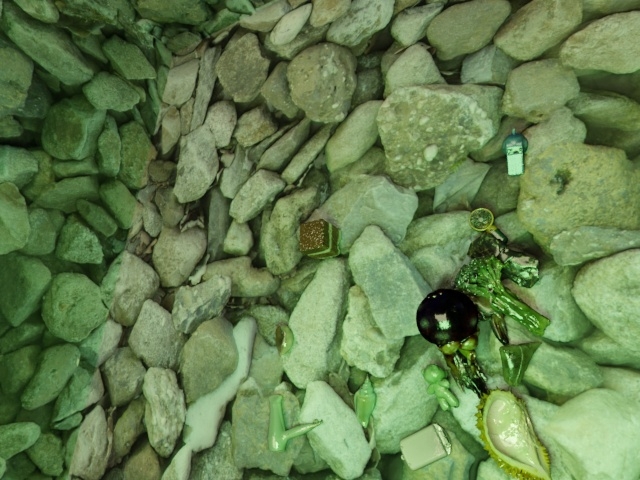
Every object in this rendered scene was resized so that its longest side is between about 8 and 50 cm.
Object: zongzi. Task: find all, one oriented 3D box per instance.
[{"bbox_3d":[0.611,0.385,1.222,0.130,0.062,0.154,-7,85,-5],"label":"zongzi"}]

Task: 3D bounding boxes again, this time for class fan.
[{"bbox_3d":[0.578,-0.042,1.405,0.082,0.039,0.155,-41,59,13],"label":"fan"}]

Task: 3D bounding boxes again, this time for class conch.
[{"bbox_3d":[0.150,0.562,1.443,0.088,0.065,0.180,5,84,34],"label":"conch"}]

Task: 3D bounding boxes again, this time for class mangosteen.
[{"bbox_3d":[0.400,0.261,1.252,0.194,0.194,0.230,-30,83,21],"label":"mangosteen"}]

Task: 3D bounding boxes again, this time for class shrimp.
[{"bbox_3d":[0.494,0.314,1.311,0.233,0.071,0.365,-27,54,17],"label":"shrimp"}]

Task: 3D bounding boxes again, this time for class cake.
[{"bbox_3d":[0.000,0.000,1.710,0.135,0.147,0.135,-10,66,29],"label":"cake"}]

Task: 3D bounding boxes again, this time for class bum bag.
[{"bbox_3d":[0.596,0.059,1.330,0.248,0.069,0.102,34,136,37],"label":"bum bag"}]

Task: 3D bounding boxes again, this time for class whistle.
[{"bbox_3d":[0.678,-0.312,1.425,0.090,0.090,0.158,0,112,34],"label":"whistle"}]

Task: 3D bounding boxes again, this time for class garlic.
[{"bbox_3d":[-0.147,0.418,1.708,0.084,0.066,0.152,-49,43,44],"label":"garlic"}]

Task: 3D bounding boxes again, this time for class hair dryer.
[{"bbox_3d":[-0.098,0.691,1.576,0.237,0.075,0.206,-17,57,20],"label":"hair dryer"}]

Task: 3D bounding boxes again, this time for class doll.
[{"bbox_3d":[0.390,0.471,1.324,0.150,0.077,0.115,66,149,21],"label":"doll"}]

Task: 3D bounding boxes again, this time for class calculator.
[{"bbox_3d":[0.331,0.659,1.305,0.175,0.032,0.100,-36,56,18],"label":"calculator"}]

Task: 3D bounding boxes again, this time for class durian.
[{"bbox_3d":[0.518,0.543,1.146,0.183,0.138,0.249,-9,62,-4],"label":"durian"}]

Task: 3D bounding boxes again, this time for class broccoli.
[{"bbox_3d":[0.564,0.177,1.270,0.304,0.145,0.165,40,140,21],"label":"broccoli"}]
